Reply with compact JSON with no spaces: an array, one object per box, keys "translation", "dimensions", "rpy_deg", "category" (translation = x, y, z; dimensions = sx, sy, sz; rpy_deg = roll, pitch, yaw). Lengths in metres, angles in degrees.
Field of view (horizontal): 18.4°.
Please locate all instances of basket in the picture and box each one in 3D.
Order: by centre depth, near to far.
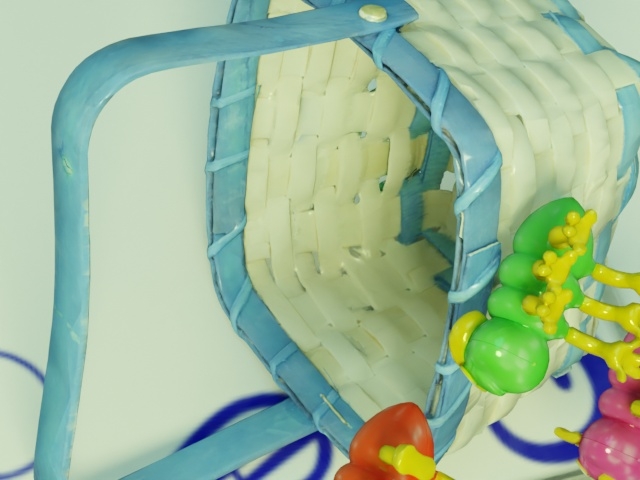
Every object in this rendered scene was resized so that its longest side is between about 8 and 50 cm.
[{"translation":[0.000,0.000,0.922],"dimensions":[0.289,0.254,0.201],"rpy_deg":[-20,47,-36],"category":"basket"}]

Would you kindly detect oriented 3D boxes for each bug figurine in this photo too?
[{"translation":[0.095,0.104,0.859],"dimensions":[0.072,0.279,0.216],"rpy_deg":[20,78,42],"category":"bug figurine"}]
